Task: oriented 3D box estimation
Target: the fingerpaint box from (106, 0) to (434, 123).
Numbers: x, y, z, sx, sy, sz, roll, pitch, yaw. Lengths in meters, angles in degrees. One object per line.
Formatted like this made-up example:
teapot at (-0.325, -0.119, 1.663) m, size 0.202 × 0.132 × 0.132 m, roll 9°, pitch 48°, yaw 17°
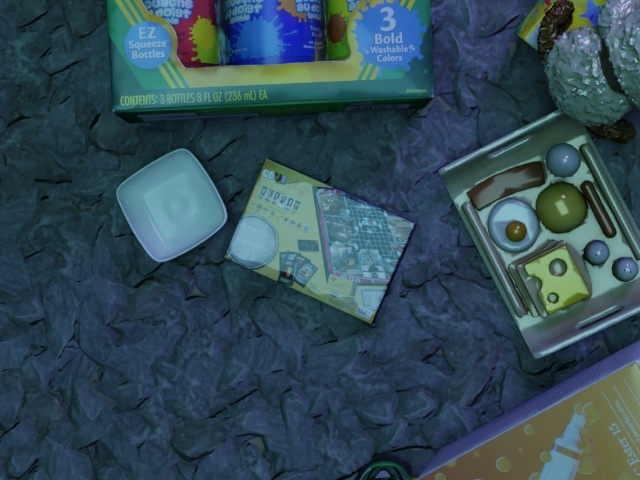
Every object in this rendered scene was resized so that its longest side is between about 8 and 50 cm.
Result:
fingerpaint box at (-0.073, -0.365, 1.657) m, size 0.445 × 0.163 × 0.371 m, roll -2°, pitch 90°, yaw -1°

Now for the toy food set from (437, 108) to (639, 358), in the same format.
toy food set at (0.332, -0.012, 1.669) m, size 0.220 × 0.092 × 0.306 m, roll -27°, pitch 86°, yaw 7°

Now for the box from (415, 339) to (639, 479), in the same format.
box at (0.342, 0.318, 1.603) m, size 0.345 × 0.168 × 0.215 m, roll -33°, pitch 85°, yaw 19°

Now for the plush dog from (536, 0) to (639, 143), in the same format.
plush dog at (0.407, -0.234, 1.563) m, size 0.225 × 0.210 × 0.262 m, roll -23°, pitch 103°, yaw 34°

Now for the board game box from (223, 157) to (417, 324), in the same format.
board game box at (0.000, 0.000, 1.743) m, size 0.243 × 0.042 × 0.165 m, roll 25°, pitch 94°, yaw 7°

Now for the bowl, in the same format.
bowl at (-0.217, -0.052, 1.768) m, size 0.142 × 0.053 × 0.142 m, roll -31°, pitch 85°, yaw 8°

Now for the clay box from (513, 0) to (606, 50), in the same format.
clay box at (0.391, -0.337, 1.643) m, size 0.127 × 0.053 × 0.222 m, roll 35°, pitch 102°, yaw -20°

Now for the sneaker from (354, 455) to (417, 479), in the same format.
sneaker at (0.089, 0.492, 1.683) m, size 0.134 × 0.146 × 0.343 m, roll -6°, pitch 90°, yaw 8°
